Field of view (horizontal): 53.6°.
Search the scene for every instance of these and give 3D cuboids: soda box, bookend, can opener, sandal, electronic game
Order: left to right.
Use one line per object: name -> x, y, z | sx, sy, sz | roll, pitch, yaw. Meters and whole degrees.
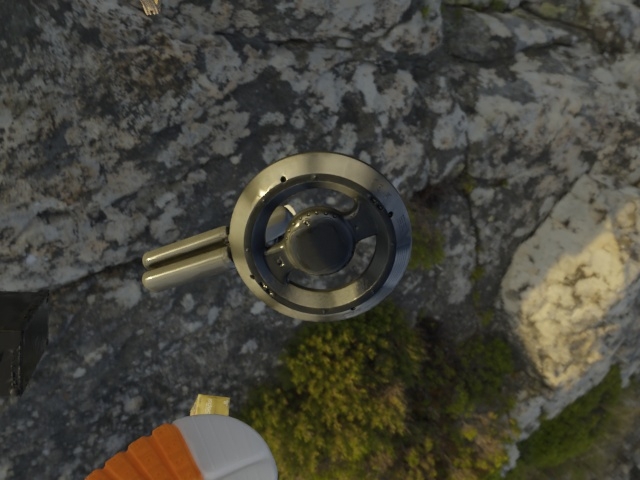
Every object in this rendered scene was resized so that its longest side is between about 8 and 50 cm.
bookend -> -0.389, 0.104, 0.685 | 0.157, 0.156, 0.073 | 3, 100, -15
sandal -> -0.150, 0.224, 0.478 | 0.265, 0.102, 0.076 | -27, 135, -1
soda box -> -0.209, 0.332, 1.172 | 0.058, 0.061, 0.181 | 9, 155, -13
can opener -> -0.167, 0.004, 0.995 | 0.283, 0.076, 0.095 | -17, 148, 14
electronic game -> 0.000, 0.000, 0.794 | 0.229, 0.048, 0.230 | 1, 112, 3

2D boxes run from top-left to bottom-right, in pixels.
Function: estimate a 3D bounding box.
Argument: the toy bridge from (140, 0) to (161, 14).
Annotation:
toy bridge -> -0.268, -0.404, 0.912 | 0.026, 0.063, 0.188 | -5, 148, 1
